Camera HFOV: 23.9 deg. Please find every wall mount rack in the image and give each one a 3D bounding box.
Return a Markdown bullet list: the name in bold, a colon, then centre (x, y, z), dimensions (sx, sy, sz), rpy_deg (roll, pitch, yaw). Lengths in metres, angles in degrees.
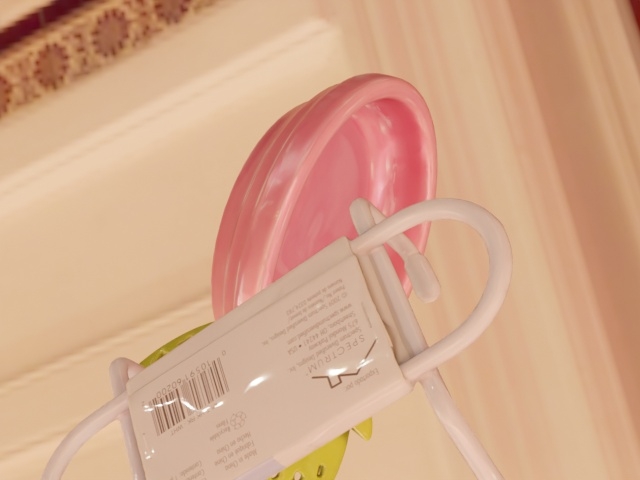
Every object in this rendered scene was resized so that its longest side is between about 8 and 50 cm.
- **wall mount rack**: centre (0.005, 0.147, 0.917), dimensions (0.350, 0.304, 0.130), rpy_deg (-33, 138, 14)

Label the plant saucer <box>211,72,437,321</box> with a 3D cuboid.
- **plant saucer**: centre (0.000, 0.000, 1.412), dimensions (0.084, 0.332, 0.332), rpy_deg (19, 176, 25)

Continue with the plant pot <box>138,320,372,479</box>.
- **plant pot**: centre (-0.083, 0.214, 1.944), dimensions (0.207, 0.227, 0.228), rpy_deg (-47, 129, -7)
